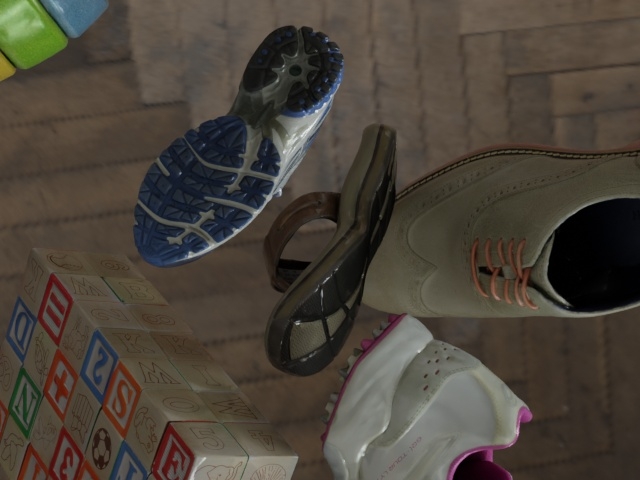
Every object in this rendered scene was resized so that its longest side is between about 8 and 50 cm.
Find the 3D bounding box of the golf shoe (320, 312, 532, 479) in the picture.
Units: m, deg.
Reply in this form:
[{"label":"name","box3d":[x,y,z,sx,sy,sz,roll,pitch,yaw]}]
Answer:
[{"label":"golf shoe","box3d":[0.057,0.203,1.205,0.140,0.115,0.306,24,125,14]}]

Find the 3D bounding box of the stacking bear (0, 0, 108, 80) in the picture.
[{"label":"stacking bear","box3d":[-0.228,-0.154,0.995,0.289,0.164,0.175,-37,113,-3]}]

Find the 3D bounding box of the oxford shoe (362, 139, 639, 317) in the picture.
[{"label":"oxford shoe","box3d":[0.169,-0.001,1.346,0.146,0.397,0.141,-36,108,-54]}]

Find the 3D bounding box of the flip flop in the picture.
[{"label":"flip flop","box3d":[0.000,0.000,1.308,0.080,0.277,0.112,13,133,8]}]

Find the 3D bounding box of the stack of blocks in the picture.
[{"label":"stack of blocks","box3d":[-0.147,0.151,1.252,0.087,0.297,0.171,5,114,-36]}]

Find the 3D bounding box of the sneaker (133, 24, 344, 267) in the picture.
[{"label":"sneaker","box3d":[-0.034,-0.033,0.758,0.052,0.058,0.135,34,65,14]}]
